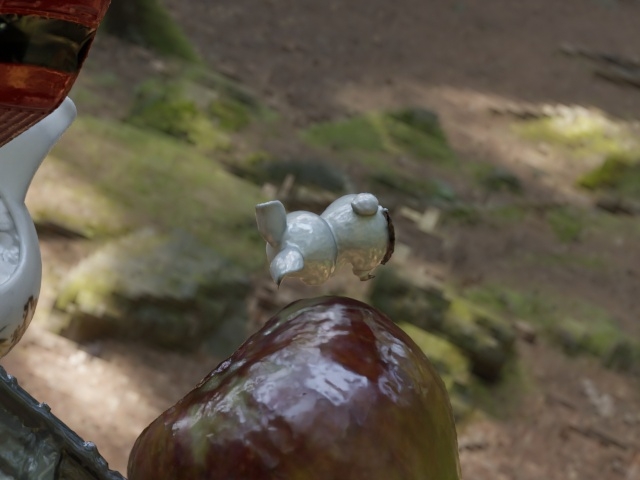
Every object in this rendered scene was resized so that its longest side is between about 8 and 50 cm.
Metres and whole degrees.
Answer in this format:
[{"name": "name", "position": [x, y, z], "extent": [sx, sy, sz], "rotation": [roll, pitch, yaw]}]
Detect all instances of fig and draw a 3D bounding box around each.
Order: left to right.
[{"name": "fig", "position": [0.012, 0.134, 0.918], "extent": [0.143, 0.160, 0.231], "rotation": [25, -23, 49]}]

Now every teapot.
[{"name": "teapot", "position": [-0.290, -0.013, 1.442], "extent": [0.208, 0.166, 0.300], "rotation": [40, 48, -13]}]

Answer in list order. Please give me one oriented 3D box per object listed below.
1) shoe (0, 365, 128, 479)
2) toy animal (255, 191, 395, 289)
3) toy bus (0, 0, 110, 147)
[{"name": "shoe", "position": [-0.190, 0.097, 0.754], "extent": [0.293, 0.149, 0.109], "rotation": [38, -14, -1]}, {"name": "toy animal", "position": [-0.002, 0.003, 1.565], "extent": [0.124, 0.085, 0.071], "rotation": [-15, 75, -26]}, {"name": "toy bus", "position": [-0.191, -0.113, 1.105], "extent": [0.081, 0.089, 0.195], "rotation": [5, -19, -36]}]
